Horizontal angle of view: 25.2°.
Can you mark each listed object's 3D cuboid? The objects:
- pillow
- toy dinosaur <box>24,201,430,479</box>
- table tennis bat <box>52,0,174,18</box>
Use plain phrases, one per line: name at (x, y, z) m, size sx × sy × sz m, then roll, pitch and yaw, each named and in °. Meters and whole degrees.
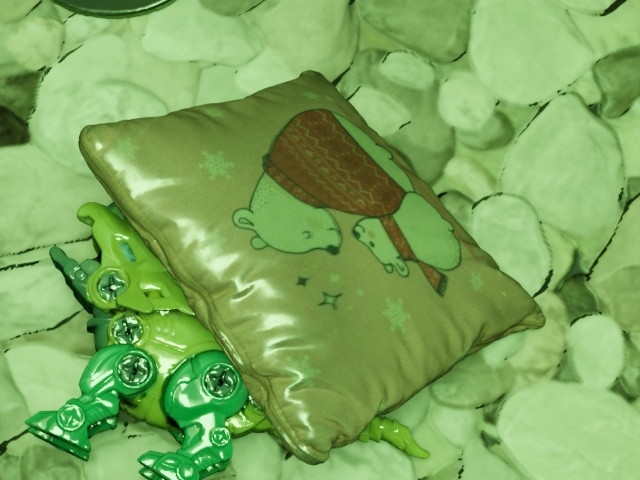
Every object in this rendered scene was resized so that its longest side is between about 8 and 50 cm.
pillow at (0.000, 0.000, 0.840) m, size 0.236 × 0.084 × 0.223 m, roll 51°, pitch 41°, yaw 10°
toy dinosaur at (-0.063, 0.091, 0.851) m, size 0.259 × 0.094 × 0.153 m, roll 32°, pitch 75°, yaw 1°
table tennis bat at (-0.135, -0.270, 1.004) m, size 0.138 × 0.022 × 0.246 m, roll 4°, pitch 73°, yaw 5°
